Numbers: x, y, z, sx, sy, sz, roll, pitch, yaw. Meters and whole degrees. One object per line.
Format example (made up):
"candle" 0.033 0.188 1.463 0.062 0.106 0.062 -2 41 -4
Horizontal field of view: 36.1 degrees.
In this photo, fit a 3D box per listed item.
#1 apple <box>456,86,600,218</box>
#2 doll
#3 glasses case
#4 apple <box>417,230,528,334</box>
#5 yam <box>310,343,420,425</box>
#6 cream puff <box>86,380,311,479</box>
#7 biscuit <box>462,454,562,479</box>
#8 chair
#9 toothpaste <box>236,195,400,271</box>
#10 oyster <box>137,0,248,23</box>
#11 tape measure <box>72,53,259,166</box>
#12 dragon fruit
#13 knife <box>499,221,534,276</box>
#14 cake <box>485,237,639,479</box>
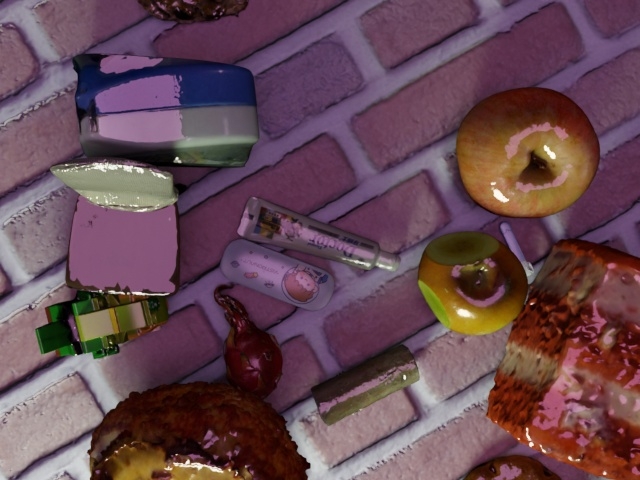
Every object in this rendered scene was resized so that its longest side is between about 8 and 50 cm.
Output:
"apple" 0.304 -0.129 1.463 0.209 0.164 0.209 0 105 -1
"doll" -0.315 0.117 1.444 0.186 0.134 0.106 -13 92 -9
"glasses case" -0.066 0.053 1.502 0.178 0.045 0.067 21 92 -5
"apple" 0.232 0.061 1.474 0.146 0.147 0.163 -29 93 -3
"yam" 0.068 0.221 1.513 0.169 0.068 0.068 -25 95 -6
"cream puff" -0.175 0.340 1.415 0.350 0.229 0.350 2 121 4
"biscuit" 0.302 0.446 1.555 0.212 0.036 0.212 0 94 -4
"chair" -0.267 -0.017 1.346 0.160 0.319 0.186 6 93 -4
"toothpaste" 0.000 0.000 1.511 0.255 0.037 0.067 18 96 -1
"oyster" -0.187 -0.380 1.469 0.177 0.056 0.105 -8 101 -8
"tape measure" -0.218 -0.174 1.379 0.262 0.259 0.138 1 93 -9
"dragon fruit" -0.110 0.153 1.487 0.094 0.094 0.190 -15 83 -3
"knife" 0.306 0.014 1.545 0.027 0.010 0.096 -25 92 -2
"cake" 0.431 0.176 1.436 0.269 0.270 0.320 20 90 -5
